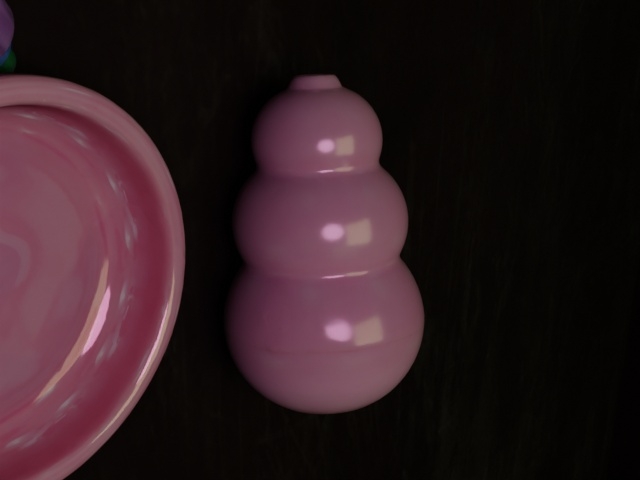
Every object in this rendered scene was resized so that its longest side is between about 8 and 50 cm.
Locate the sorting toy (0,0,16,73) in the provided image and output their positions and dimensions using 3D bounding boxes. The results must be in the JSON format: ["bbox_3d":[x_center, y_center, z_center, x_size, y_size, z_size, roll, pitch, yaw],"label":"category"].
[{"bbox_3d":[-0.172,-0.269,0.690,0.365,0.127,0.126,-63,174,-10],"label":"sorting toy"}]

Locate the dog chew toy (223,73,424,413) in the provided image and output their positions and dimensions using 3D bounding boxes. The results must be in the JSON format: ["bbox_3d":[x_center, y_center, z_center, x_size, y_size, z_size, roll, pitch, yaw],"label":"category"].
[{"bbox_3d":[0.000,0.000,0.941,0.207,0.207,0.331,-17,108,-51],"label":"dog chew toy"}]

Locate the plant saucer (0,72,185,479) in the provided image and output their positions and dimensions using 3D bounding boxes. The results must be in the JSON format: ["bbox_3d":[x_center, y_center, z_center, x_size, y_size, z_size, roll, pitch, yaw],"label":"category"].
[{"bbox_3d":[-0.246,0.039,0.698,0.332,0.084,0.332,-25,122,-48],"label":"plant saucer"}]
